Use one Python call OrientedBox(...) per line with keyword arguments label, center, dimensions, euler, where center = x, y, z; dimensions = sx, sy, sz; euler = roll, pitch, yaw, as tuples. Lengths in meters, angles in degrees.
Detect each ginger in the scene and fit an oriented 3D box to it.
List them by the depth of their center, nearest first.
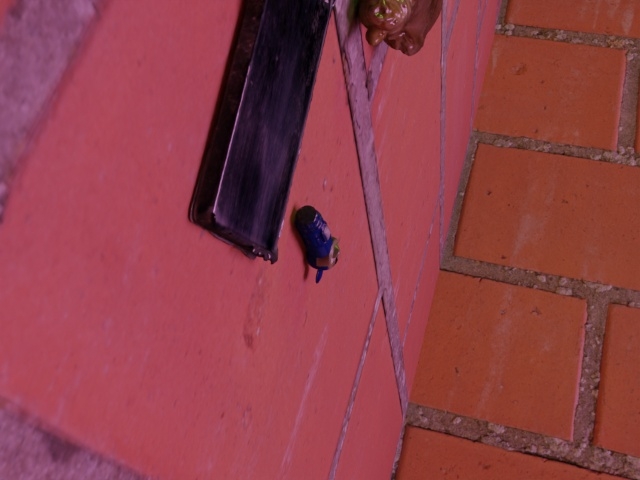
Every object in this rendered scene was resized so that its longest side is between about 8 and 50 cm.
OrientedBox(label="ginger", center=(0.092, -0.280, 0.828), dimensions=(0.213, 0.074, 0.137), euler=(-22, 123, -66))

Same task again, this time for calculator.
OrientedBox(label="calculator", center=(-0.032, -0.121, 0.561), dimensions=(0.161, 0.021, 0.261), euler=(43, 58, -73))

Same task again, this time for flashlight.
OrientedBox(label="flashlight", center=(0.000, 0.000, 0.744), dimensions=(0.121, 0.035, 0.057), euler=(70, 35, -65))
